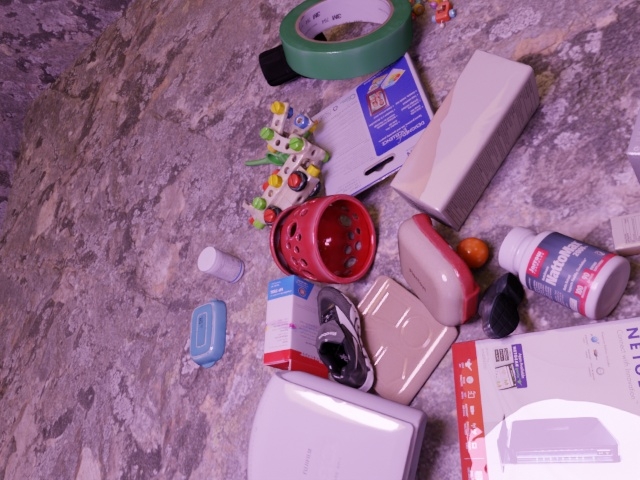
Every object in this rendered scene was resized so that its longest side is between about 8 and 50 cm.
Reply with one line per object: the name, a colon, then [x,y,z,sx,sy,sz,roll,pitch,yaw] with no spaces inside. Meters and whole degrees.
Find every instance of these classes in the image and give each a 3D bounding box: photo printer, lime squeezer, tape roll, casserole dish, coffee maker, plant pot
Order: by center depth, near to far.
photo printer: [0.013,0.379,0.970,0.308,0.107,0.255,13,91,25]
plant pot: [0.000,0.000,1.202,0.174,0.191,0.191,-4,66,49]
tape roll: [0.063,-0.514,1.342,0.322,0.077,0.321,-8,48,9]
casserole dish: [-0.299,0.237,1.436,0.114,0.037,0.188,-22,55,30]
lime squeezer: [-0.104,-0.256,1.504,0.310,0.059,0.109,-28,53,28]
coffee maker: [-0.088,-0.512,1.539,0.178,0.171,0.120,-8,87,42]

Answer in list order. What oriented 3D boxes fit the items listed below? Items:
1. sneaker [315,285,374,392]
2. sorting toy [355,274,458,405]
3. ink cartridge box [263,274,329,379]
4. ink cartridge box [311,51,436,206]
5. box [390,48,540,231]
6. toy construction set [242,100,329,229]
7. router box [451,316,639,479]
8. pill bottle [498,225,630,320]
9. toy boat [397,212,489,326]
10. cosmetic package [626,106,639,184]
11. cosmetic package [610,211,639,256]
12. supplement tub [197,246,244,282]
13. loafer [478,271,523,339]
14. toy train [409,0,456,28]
sneaker: [0.032,0.183,1.077,0.078,0.106,0.234,-32,55,21]
sorting toy: [0.143,0.197,1.086,0.208,0.038,0.193,37,95,40]
ink cartridge box: [-0.048,0.206,1.169,0.078,0.134,0.230,-17,59,34]
ink cartridge box: [0.128,-0.249,1.300,0.304,0.072,0.307,-29,55,25]
box: [0.286,-0.190,1.067,0.121,0.148,0.311,33,91,31]
toy construction set: [-0.101,-0.149,1.328,0.215,0.151,0.327,47,124,32]
router box: [0.361,0.302,0.811,0.301,0.082,0.335,-18,58,33]
pill bottle: [0.391,0.045,0.898,0.180,0.108,0.108,30,89,45]
toy boat: [0.242,0.038,1.025,0.151,0.151,0.231,-20,43,-11]
cosmetic package: [0.572,-0.209,0.861,0.107,0.127,0.237,16,81,44]
cosmetic package: [0.525,-0.015,0.861,0.115,0.041,0.060,-12,62,36]
supplement tub: [-0.260,0.065,1.438,0.071,0.107,0.071,-19,58,33]
loafer: [0.298,0.119,0.931,0.061,0.170,0.062,-36,91,37]
toy train: [0.258,-0.580,1.366,0.166,0.046,0.125,2,70,41]
